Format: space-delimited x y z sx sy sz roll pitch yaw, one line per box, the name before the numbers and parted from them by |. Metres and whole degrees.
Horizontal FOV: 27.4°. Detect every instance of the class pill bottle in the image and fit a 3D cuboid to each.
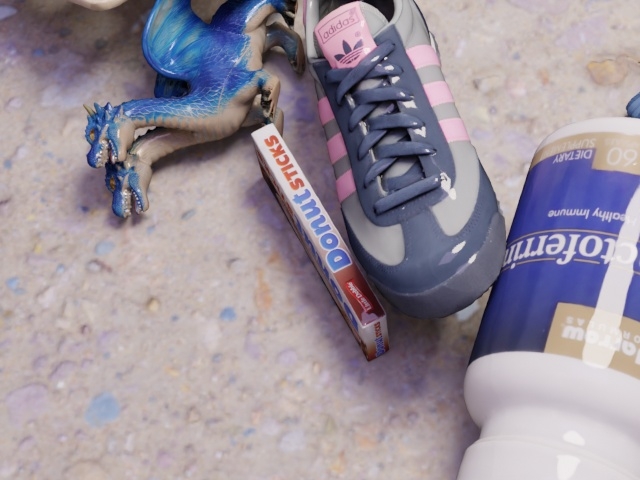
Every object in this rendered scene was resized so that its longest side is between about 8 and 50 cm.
pill bottle | 0.181 0.065 0.856 0.153 0.153 0.265 15 65 12

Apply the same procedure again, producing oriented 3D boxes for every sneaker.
sneaker | 0.038 -0.088 0.917 0.112 0.131 0.319 -27 44 12

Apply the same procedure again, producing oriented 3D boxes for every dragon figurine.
dragon figurine | -0.090 -0.150 1.027 0.144 0.085 0.289 10 65 9

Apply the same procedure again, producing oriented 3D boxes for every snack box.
snack box | 0.000 0.000 0.953 0.022 0.064 0.178 -26 64 -8

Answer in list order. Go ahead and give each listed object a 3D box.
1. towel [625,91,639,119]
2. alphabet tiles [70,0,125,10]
towel | 0.290 -0.076 0.990 0.067 0.029 0.119 -31 65 -10
alphabet tiles | -0.131 -0.270 1.074 0.284 0.021 0.278 24 51 33
